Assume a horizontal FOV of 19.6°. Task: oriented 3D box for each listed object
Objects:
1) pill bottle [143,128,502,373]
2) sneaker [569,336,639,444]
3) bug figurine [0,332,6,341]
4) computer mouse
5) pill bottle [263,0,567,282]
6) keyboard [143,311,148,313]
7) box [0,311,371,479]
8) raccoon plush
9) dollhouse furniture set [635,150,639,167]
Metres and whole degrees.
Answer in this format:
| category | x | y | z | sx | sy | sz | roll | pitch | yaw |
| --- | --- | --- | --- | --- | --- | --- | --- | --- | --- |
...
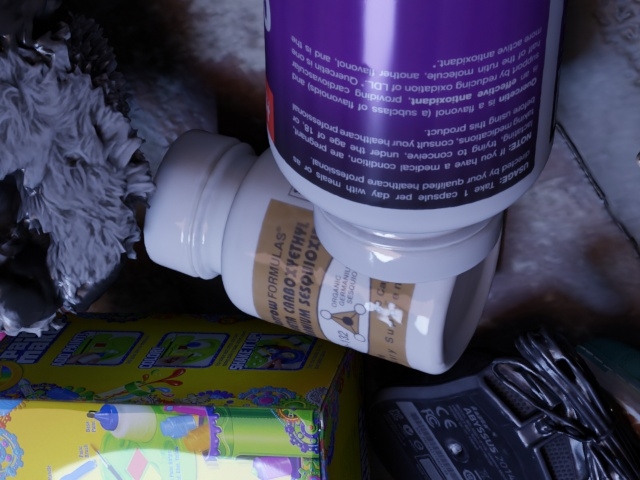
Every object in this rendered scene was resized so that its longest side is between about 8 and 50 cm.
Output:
| category | x | y | z | sx | sy | sz | roll | pitch | yaw |
| --- | --- | --- | --- | --- | --- | --- | --- | --- | --- |
| pill bottle | 0.000 | 0.000 | 1.297 | 0.229 | 0.131 | 0.131 | 17 | 135 | 18 |
| sneaker | 0.308 | 0.144 | 1.275 | 0.302 | 0.121 | 0.108 | 36 | 158 | 27 |
| bug figurine | -0.296 | 0.144 | 1.555 | 0.216 | 0.279 | 0.072 | 62 | 177 | -8 |
| computer mouse | 0.140 | 0.138 | 1.357 | 0.272 | 0.072 | 0.188 | -11 | 114 | 55 |
| pill bottle | 0.055 | -0.132 | 1.104 | 0.182 | 0.181 | 0.323 | 17 | 135 | 18 |
| keyboard | -0.150 | 0.211 | 1.620 | 0.201 | 0.033 | 0.317 | 57 | 140 | 14 |
| box | -0.109 | 0.220 | 1.427 | 0.279 | 0.177 | 0.290 | 1 | 111 | 11 |
| raccoon plush | -0.236 | -0.122 | 1.345 | 0.216 | 0.446 | 0.299 | 16 | -174 | -22 |
| dollhouse furniture set | 0.248 | -0.062 | 1.039 | 0.286 | 0.198 | 0.303 | -17 | 118 | 40 |
